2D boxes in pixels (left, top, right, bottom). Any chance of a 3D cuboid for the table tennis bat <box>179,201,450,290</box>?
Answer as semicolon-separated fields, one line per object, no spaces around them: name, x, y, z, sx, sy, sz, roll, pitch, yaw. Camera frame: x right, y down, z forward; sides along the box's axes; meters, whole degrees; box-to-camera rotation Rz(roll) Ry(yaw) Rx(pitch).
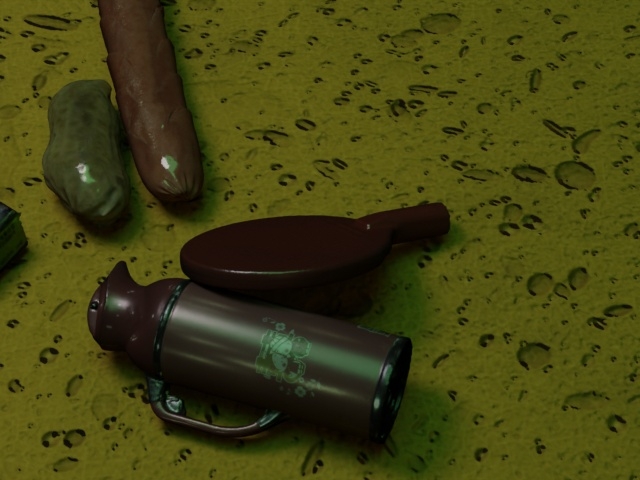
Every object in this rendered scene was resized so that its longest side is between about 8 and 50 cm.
table tennis bat;0.000;0.000;1.486;0.310;0.038;0.200;-10;19;-28

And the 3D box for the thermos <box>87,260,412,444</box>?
thermos;-0.083;0.121;1.421;0.330;0.136;0.109;15;21;13

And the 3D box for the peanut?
peanut;-0.267;-0.105;1.601;0.099;0.099;0.214;-6;54;-3

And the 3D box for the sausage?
sausage;-0.210;-0.208;1.685;0.088;0.088;0.433;-11;53;-7

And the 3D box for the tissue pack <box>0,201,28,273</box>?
tissue pack;-0.456;0.029;1.514;0.173;0.073;0.235;26;57;20
